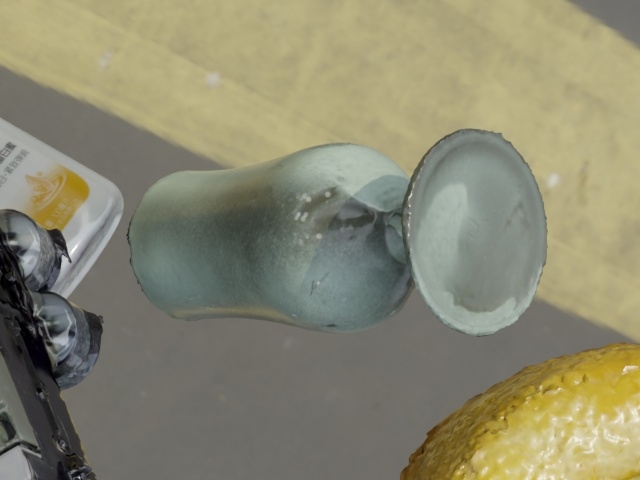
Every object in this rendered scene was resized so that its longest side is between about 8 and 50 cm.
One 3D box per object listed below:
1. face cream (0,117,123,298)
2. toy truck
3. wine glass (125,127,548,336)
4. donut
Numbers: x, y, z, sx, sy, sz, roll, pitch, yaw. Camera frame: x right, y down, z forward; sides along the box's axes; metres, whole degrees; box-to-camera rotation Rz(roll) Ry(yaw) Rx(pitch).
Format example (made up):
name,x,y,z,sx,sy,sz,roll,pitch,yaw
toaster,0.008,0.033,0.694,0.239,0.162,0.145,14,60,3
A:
name,x,y,z,sx,sy,sz,roll,pitch,yaw
face cream,-0.322,-0.057,1.533,0.144,0.291,0.071,-55,171,-26
toy truck,-0.220,0.100,1.038,0.178,0.363,0.176,-33,155,7
wine glass,0.000,0.000,0.932,0.103,0.231,0.103,3,85,-43
donut,0.154,0.164,0.864,0.253,0.253,0.118,-44,175,-16
